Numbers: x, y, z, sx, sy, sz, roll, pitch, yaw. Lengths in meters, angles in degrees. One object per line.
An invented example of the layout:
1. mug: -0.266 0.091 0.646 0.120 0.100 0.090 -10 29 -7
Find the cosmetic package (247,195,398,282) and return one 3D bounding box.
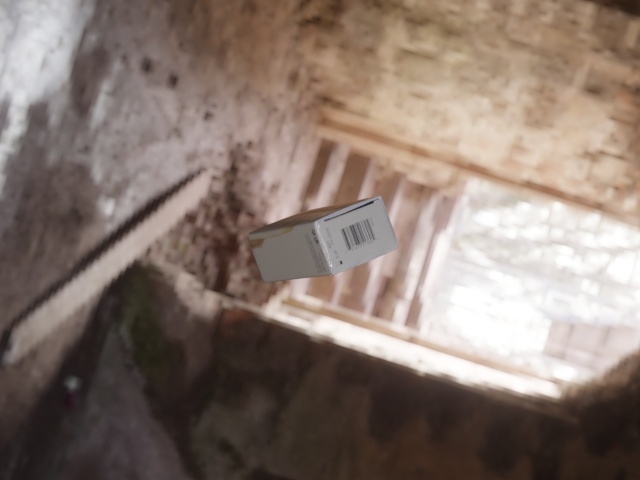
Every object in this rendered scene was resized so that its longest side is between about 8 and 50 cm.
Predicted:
1. cosmetic package: 0.000 0.000 1.156 0.115 0.060 0.041 -9 -78 61
